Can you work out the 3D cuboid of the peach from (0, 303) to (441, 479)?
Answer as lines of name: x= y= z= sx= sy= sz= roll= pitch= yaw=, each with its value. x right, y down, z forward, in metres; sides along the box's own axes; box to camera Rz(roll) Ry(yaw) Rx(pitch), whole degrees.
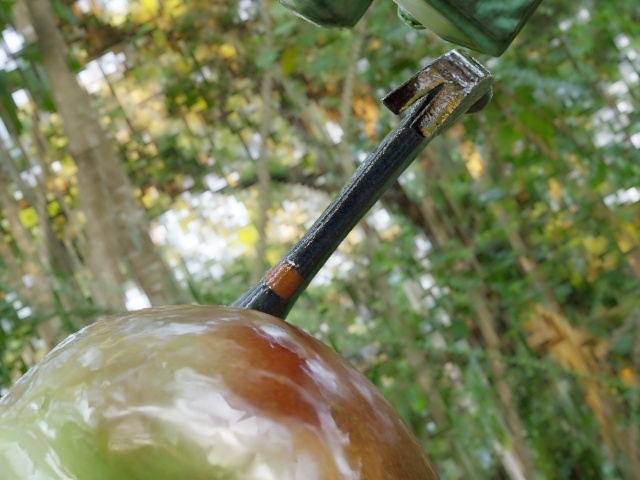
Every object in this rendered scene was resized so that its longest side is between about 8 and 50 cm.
peach: x=-0.060 y=0.154 z=0.608 sx=0.252 sy=0.252 sz=0.252 roll=-26 pitch=-13 yaw=-7

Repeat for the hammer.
hammer: x=0.000 y=0.000 z=0.964 sx=0.290 sy=0.037 sz=0.137 roll=-49 pitch=-8 yaw=6

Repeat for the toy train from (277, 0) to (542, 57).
toy train: x=0.076 y=-0.215 z=0.753 sx=0.271 sy=0.159 sz=0.188 roll=-54 pitch=22 yaw=0
